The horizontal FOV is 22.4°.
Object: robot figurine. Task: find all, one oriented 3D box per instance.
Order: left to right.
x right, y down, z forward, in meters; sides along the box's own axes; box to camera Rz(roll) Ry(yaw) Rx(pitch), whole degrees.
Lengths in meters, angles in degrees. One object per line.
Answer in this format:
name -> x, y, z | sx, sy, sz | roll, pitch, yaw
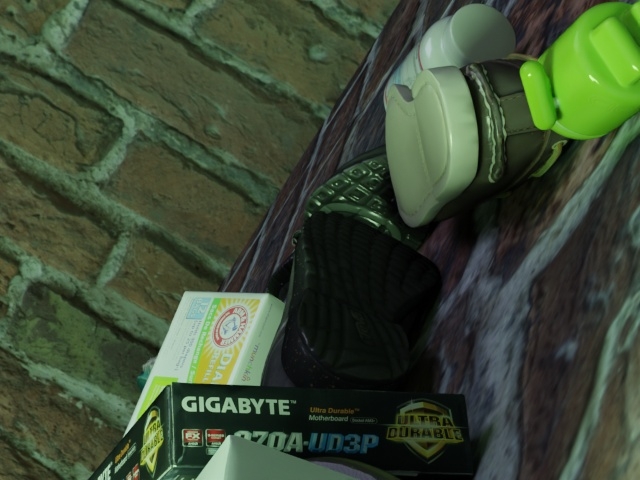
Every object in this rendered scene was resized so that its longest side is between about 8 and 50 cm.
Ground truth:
robot figurine -> 0.171, -0.102, 0.990 | 0.101, 0.067, 0.115 | -32, -6, -24

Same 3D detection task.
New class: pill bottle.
pill bottle -> 0.126, -0.163, 1.561 | 0.087, 0.087, 0.160 | -62, 7, -26

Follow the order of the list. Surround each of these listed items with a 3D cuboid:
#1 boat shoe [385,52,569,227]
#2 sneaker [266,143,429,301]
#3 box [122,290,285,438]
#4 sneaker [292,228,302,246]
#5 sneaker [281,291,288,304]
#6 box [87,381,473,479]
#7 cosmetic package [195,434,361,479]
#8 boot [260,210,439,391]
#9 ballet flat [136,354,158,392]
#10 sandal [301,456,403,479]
boat shoe -> 0.111, -0.078, 1.231 | 0.324, 0.096, 0.116 | 144, 115, -84
sneaker -> 0.040, -0.024, 1.538 | 0.130, 0.109, 0.286 | -56, 5, -36
box -> -0.081, 0.152, 1.345 | 0.114, 0.103, 0.203 | -1, 60, 46
sneaker -> 0.000, 0.000, 1.896 | 0.061, 0.065, 0.158 | -58, 6, 7
sneaker -> -0.011, 0.126, 1.449 | 0.097, 0.084, 0.235 | 27, 81, 51
box -> -0.034, 0.144, 0.960 | 0.220, 0.175, 0.051 | 130, 140, -59
cosmetic package -> -0.092, 0.311, 0.724 | 0.377, 0.097, 0.284 | -55, 19, 38
boot -> -0.012, 0.119, 1.245 | 0.338, 0.118, 0.223 | -56, -9, -69
ballet flat -> -0.116, 0.177, 1.847 | 0.147, 0.147, 0.409 | -60, 9, -8
sandal -> -0.010, 0.190, 0.871 | 0.303, 0.086, 0.120 | -31, 59, 54
